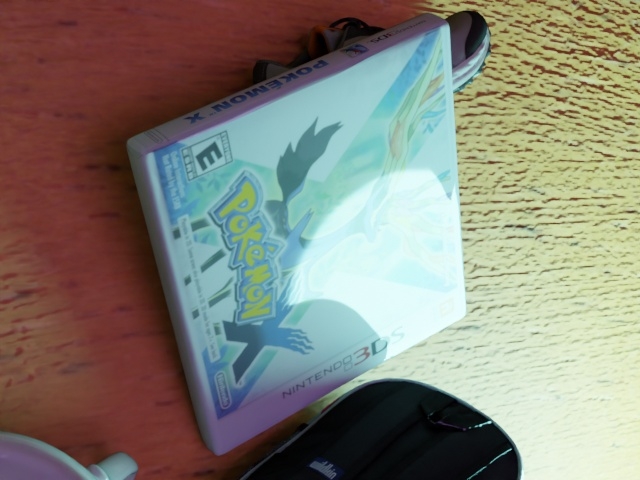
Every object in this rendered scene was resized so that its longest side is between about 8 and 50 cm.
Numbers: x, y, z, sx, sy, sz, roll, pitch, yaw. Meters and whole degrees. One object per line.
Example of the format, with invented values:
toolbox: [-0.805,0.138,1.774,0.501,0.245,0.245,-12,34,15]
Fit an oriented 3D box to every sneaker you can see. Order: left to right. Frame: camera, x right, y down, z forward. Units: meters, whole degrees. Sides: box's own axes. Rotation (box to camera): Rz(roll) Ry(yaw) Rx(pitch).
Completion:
sneaker: [0.054,-0.166,1.061,0.271,0.100,0.108,-30,109,-29]

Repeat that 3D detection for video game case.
video game case: [0.000,0.000,1.008,0.300,0.036,0.329,-27,129,-24]

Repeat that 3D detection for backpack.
backpack: [0.062,0.258,1.058,0.253,0.225,0.191,-41,141,-30]

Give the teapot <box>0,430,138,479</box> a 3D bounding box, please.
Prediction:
teapot: [-0.259,0.271,0.847,0.256,0.187,0.253,6,59,-19]
